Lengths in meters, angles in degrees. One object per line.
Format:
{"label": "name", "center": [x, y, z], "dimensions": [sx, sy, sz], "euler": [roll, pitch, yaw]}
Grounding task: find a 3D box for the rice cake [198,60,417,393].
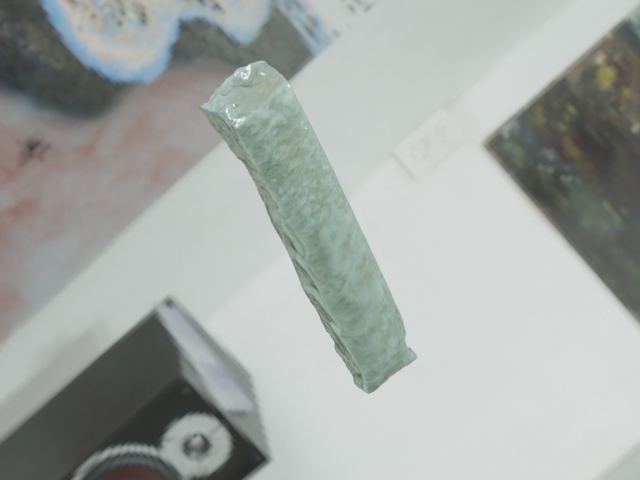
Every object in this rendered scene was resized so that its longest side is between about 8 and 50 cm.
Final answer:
{"label": "rice cake", "center": [0.000, 0.000, 0.424], "dimensions": [0.021, 0.022, 0.121], "euler": [42, -16, 46]}
